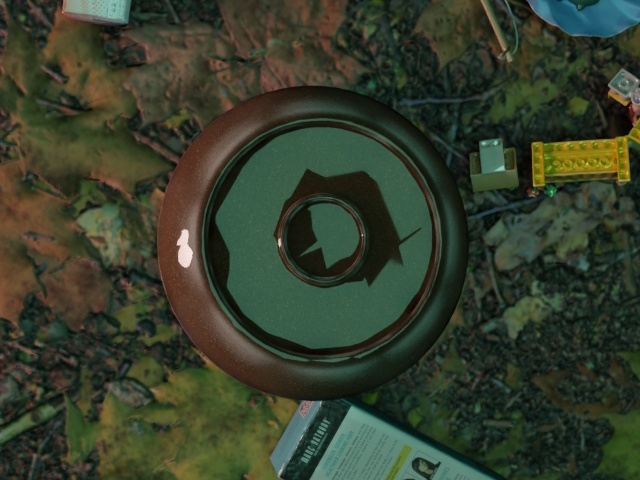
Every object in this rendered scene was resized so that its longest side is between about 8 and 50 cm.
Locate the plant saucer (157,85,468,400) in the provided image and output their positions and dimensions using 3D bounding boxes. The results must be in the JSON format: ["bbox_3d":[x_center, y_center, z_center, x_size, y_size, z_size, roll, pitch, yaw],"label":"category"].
[{"bbox_3d":[0.000,0.000,1.099,0.310,0.050,0.311,1,85,-10],"label":"plant saucer"}]

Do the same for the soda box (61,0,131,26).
[{"bbox_3d":[-0.195,-0.290,1.044,0.063,0.058,0.183,7,97,-12],"label":"soda box"}]

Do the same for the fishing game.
[{"bbox_3d":[0.271,-0.297,1.130,0.264,0.041,0.189,-20,90,-6],"label":"fishing game"}]

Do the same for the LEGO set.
[{"bbox_3d":[0.294,-0.101,1.165,0.287,0.107,0.132,-36,68,0],"label":"LEGO set"}]

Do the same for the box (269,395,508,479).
[{"bbox_3d":[0.078,0.243,1.173,0.244,0.060,0.100,30,91,-14],"label":"box"}]
